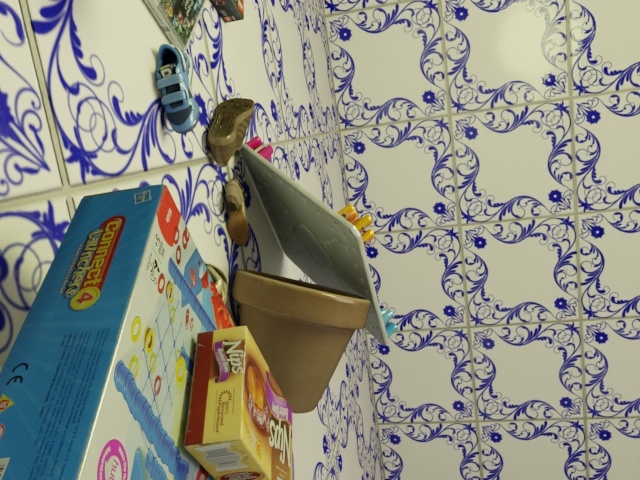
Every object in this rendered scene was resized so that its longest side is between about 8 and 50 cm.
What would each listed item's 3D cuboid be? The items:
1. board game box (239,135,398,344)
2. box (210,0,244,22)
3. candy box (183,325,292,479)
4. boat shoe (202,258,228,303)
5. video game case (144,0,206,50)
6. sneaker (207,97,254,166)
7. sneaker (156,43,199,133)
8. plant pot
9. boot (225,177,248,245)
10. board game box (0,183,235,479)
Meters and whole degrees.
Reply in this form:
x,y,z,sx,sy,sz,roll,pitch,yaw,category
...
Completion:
x,y,z,sx,sy,sz,roll,pitch,yaw,category
0.000,0.000,1.171,0.390,0.050,0.390,40,-20,38,board game box
-0.209,-0.557,1.053,0.233,0.044,0.159,39,47,-73,box
-0.070,0.180,0.528,0.186,0.053,0.109,73,10,-46,candy box
-0.180,0.079,0.765,0.302,0.098,0.109,71,18,-48,boat shoe
-0.229,-0.432,0.863,0.173,0.022,0.190,60,40,-62,video game case
-0.175,-0.213,1.057,0.188,0.066,0.071,-72,171,-51,sneaker
-0.222,-0.232,0.832,0.059,0.053,0.144,42,35,-74,sneaker
-0.059,0.191,1.034,0.263,0.263,0.229,25,79,-76,plant pot
-0.161,-0.061,1.074,0.087,0.042,0.118,-92,177,-55,boot
-0.148,0.162,0.491,0.308,0.086,0.302,-93,171,-47,board game box
